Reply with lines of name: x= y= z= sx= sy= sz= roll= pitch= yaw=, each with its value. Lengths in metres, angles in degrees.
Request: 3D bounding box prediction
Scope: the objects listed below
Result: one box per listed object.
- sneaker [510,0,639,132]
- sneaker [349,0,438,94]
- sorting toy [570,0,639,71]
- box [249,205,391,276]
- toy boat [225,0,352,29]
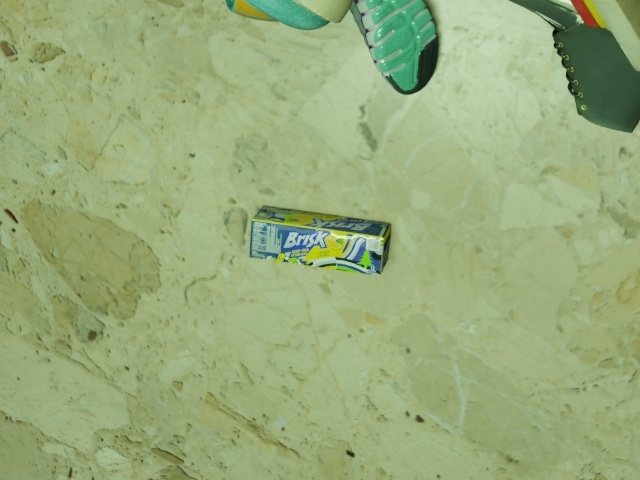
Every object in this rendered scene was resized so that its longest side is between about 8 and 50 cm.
sneaker: x=0.281 y=-0.209 z=1.243 sx=0.222 sy=0.083 sz=0.118 roll=28 pitch=115 yaw=3
sneaker: x=0.066 y=-0.276 z=1.287 sx=0.083 sy=0.098 sz=0.224 roll=-31 pitch=123 yaw=-9
sorting toy: x=0.284 y=-0.331 z=1.079 sx=0.089 sy=0.255 sz=0.257 roll=10 pitch=80 yaw=32
box: x=0.000 y=0.000 z=1.391 sx=0.169 sy=0.059 sz=0.054 roll=9 pitch=111 yaw=10
toy boat: x=-0.096 y=-0.323 z=1.181 sx=0.267 sy=0.318 sz=0.148 roll=33 pitch=108 yaw=-27
